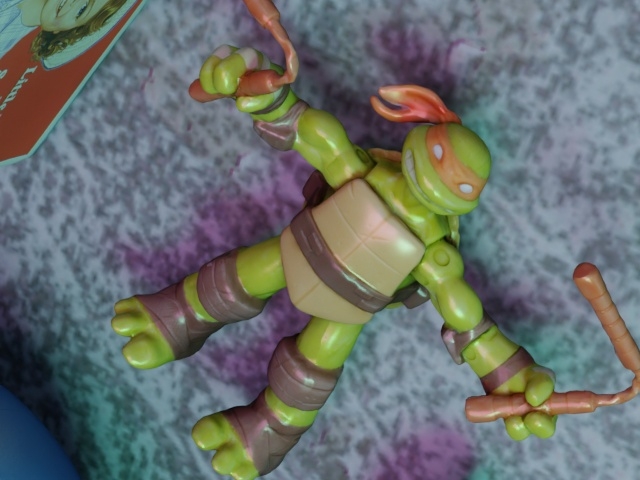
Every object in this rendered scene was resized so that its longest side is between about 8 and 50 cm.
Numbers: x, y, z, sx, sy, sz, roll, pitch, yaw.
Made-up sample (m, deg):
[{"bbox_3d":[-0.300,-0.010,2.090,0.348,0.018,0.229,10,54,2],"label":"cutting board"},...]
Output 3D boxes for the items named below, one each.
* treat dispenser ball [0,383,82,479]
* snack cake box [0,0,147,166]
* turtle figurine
[{"bbox_3d":[-0.241,0.185,0.699,0.288,0.288,0.288,6,108,20],"label":"treat dispenser ball"},{"bbox_3d":[-0.128,-0.140,0.635,0.089,0.152,0.264,44,115,5],"label":"snack cake box"},{"bbox_3d":[0.000,0.000,0.661,0.269,0.087,0.217,45,124,-5],"label":"turtle figurine"}]
